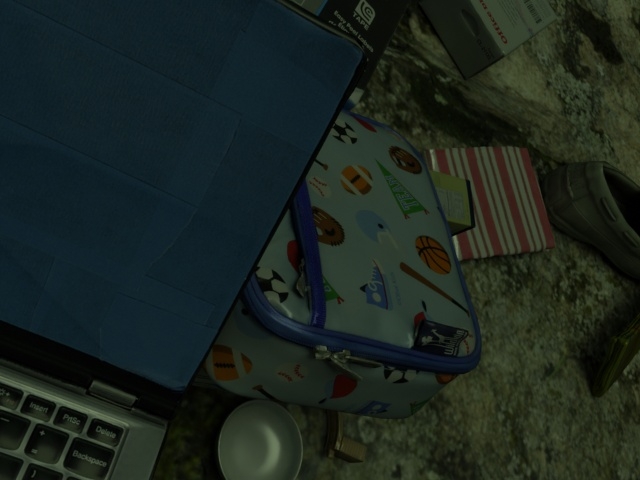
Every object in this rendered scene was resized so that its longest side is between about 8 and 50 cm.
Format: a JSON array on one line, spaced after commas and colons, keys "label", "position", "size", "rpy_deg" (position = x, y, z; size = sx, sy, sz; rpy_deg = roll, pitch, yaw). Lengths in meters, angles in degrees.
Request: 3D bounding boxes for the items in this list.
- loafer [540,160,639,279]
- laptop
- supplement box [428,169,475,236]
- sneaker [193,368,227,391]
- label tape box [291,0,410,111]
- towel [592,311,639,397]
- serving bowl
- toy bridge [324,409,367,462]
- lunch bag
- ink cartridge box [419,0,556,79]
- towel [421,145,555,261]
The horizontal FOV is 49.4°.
[{"label": "loafer", "position": [0.452, -0.023, 0.990], "size": [0.319, 0.111, 0.112], "rpy_deg": [21, 62, -29]}, {"label": "laptop", "position": [-0.229, 0.031, 0.294], "size": [0.382, 0.236, 0.408], "rpy_deg": [25, 52, -14]}, {"label": "supplement box", "position": [0.109, -0.034, 0.762], "size": [0.083, 0.083, 0.056], "rpy_deg": [10, 67, -34]}, {"label": "sneaker", "position": [-0.118, 0.073, 0.557], "size": [0.237, 0.086, 0.085], "rpy_deg": [13, 68, -31]}, {"label": "label tape box", "position": [-0.020, -0.311, 0.756], "size": [0.240, 0.106, 0.333], "rpy_deg": [39, 55, -20]}, {"label": "towel", "position": [0.439, 0.120, 0.954], "size": [0.021, 0.102, 0.237], "rpy_deg": [32, 42, 30]}, {"label": "serving bowl", "position": [-0.057, 0.180, 0.598], "size": [0.083, 0.027, 0.083], "rpy_deg": [13, 67, -33]}, {"label": "toy bridge", "position": [0.034, 0.123, 0.687], "size": [0.063, 0.026, 0.188], "rpy_deg": [31, 58, -21]}, {"label": "lunch bag", "position": [0.000, 0.000, 0.585], "size": [0.243, 0.115, 0.303], "rpy_deg": [19, 41, -31]}, {"label": "ink cartridge box", "position": [0.235, -0.319, 0.966], "size": [0.175, 0.072, 0.127], "rpy_deg": [-38, 98, -39]}, {"label": "towel", "position": [0.214, -0.048, 0.883], "size": [0.197, 0.029, 0.144], "rpy_deg": [-6, 77, -35]}]
